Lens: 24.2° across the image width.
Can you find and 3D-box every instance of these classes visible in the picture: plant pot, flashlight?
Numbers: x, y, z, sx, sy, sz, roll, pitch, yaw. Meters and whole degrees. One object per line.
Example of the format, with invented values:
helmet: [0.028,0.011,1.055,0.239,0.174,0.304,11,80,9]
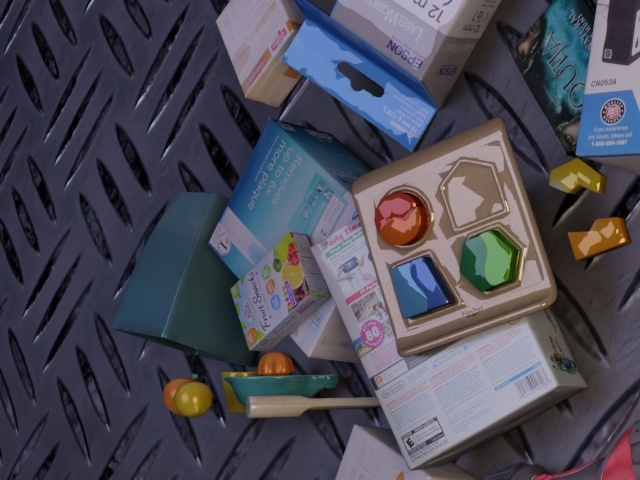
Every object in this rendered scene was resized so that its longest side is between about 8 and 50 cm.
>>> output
plant pot: [-0.181,0.051,2.274,0.165,0.166,0.234,4,76,54]
flashlight: [0.294,0.257,1.625,0.304,0.103,0.103,-28,62,52]

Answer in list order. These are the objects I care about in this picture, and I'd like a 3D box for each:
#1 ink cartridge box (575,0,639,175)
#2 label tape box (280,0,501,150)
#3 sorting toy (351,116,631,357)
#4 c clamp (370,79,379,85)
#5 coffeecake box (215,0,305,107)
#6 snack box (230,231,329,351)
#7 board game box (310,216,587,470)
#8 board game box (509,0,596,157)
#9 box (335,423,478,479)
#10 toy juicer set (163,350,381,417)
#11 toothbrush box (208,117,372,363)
ink cartridge box: [0.410,-0.229,1.585,0.223,0.129,0.307,1,80,54]
label tape box: [0.092,-0.326,1.979,0.249,0.115,0.347,38,111,22]
sorting toy: [0.182,-0.018,1.675,0.307,0.041,0.229,-23,74,30]
c clamp: [0.109,-0.302,2.112,0.160,0.022,0.137,-49,49,31]
coffeecake box: [-0.079,-0.325,2.328,0.142,0.068,0.185,-50,43,32]
snack box: [-0.055,0.069,1.978,0.141,0.037,0.100,-43,52,36]
board game box: [0.148,0.087,1.772,0.224,0.097,0.303,-33,70,27]
board game box: [0.306,-0.207,1.806,0.126,0.026,0.186,-50,44,31]
box: [0.101,0.323,1.861,0.170,0.091,0.130,29,102,53]
toy juicer set: [-0.091,0.197,2.060,0.329,0.209,0.089,-7,82,53]
toothbrush box: [0.000,0.000,2.055,0.295,0.126,0.216,46,116,43]
